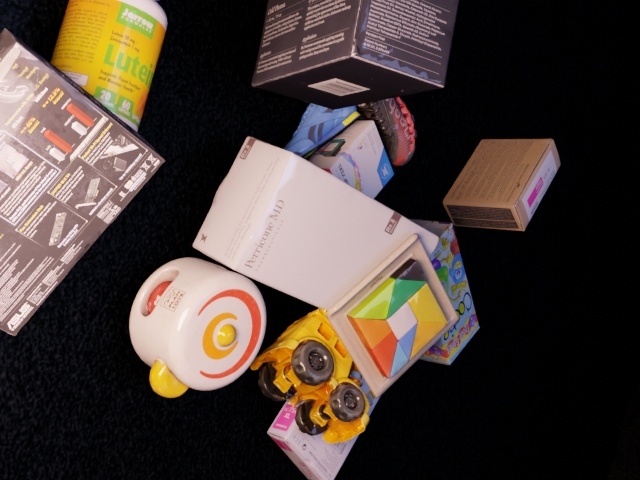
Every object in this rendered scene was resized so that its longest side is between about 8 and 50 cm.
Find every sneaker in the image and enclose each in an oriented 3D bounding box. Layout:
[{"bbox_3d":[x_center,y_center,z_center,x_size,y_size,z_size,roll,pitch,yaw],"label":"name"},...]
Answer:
[{"bbox_3d":[0.109,-0.264,1.700,0.135,0.098,0.276,-38,121,-41],"label":"sneaker"},{"bbox_3d":[-0.018,-0.208,1.595,0.209,0.069,0.082,-41,92,-29],"label":"sneaker"}]

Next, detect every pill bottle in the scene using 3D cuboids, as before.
[{"bbox_3d":[-0.292,-0.273,1.191,0.136,0.136,0.245,23,77,-49],"label":"pill bottle"}]

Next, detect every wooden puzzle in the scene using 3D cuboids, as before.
[{"bbox_3d":[0.138,0.138,1.517,0.221,0.044,0.238,-41,126,-18],"label":"wooden puzzle"}]

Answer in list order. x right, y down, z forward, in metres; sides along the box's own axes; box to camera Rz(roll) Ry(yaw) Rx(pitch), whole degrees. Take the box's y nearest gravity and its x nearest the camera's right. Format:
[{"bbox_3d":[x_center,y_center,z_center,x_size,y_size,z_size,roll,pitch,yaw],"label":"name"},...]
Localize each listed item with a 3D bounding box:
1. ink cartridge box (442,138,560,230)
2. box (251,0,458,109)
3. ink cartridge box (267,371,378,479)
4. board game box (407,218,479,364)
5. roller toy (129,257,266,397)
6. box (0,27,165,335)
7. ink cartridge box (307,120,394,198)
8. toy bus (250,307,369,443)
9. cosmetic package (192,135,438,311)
[{"bbox_3d":[0.428,-0.135,2.022,0.234,0.193,0.088,-54,132,-30],"label":"ink cartridge box"},{"bbox_3d":[0.061,-0.400,1.407,0.179,0.343,0.312,11,87,-30],"label":"box"},{"bbox_3d":[0.033,0.311,1.719,0.311,0.065,0.186,-55,131,-26],"label":"ink cartridge box"},{"bbox_3d":[0.224,0.109,1.854,0.144,0.142,0.275,-43,125,-38],"label":"board game box"},{"bbox_3d":[-0.188,0.132,1.349,0.209,0.146,0.191,-16,113,-43],"label":"roller toy"},{"bbox_3d":[-0.383,-0.062,1.057,0.307,0.076,0.242,-50,130,1],"label":"box"},{"bbox_3d":[0.036,-0.112,1.649,0.231,0.078,0.134,-50,131,-33],"label":"ink cartridge box"},{"bbox_3d":[0.015,0.231,1.586,0.220,0.149,0.211,48,46,-7],"label":"toy bus"},{"bbox_3d":[0.000,0.000,1.491,0.385,0.156,0.217,24,91,-40],"label":"cosmetic package"}]
